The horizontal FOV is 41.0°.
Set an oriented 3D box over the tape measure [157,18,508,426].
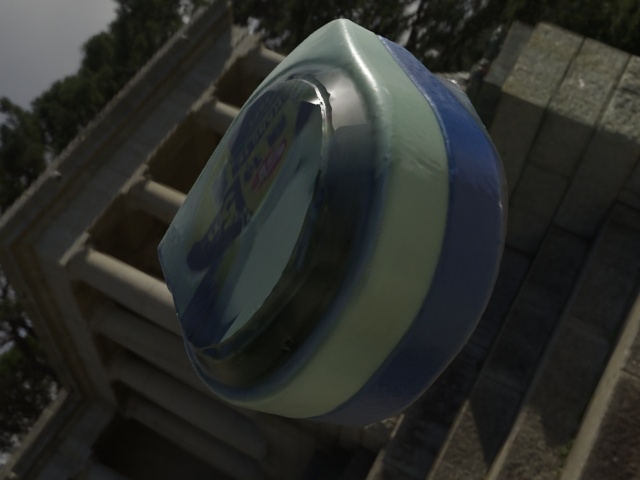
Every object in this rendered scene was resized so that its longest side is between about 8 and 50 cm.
[{"bbox_3d":[-0.001,-0.002,0.611,0.259,0.138,0.262,-56,29,25],"label":"tape measure"}]
